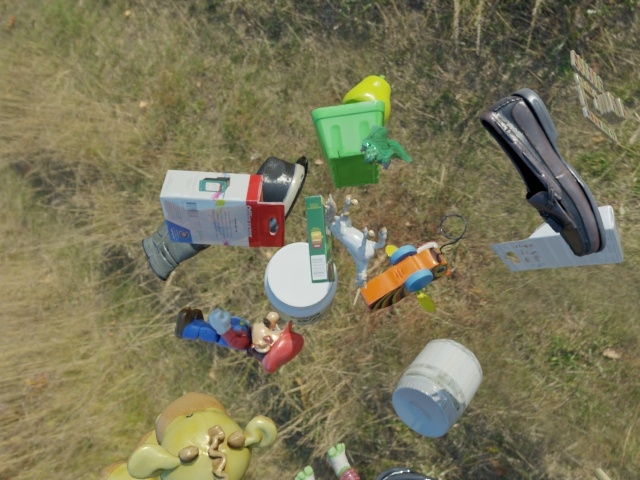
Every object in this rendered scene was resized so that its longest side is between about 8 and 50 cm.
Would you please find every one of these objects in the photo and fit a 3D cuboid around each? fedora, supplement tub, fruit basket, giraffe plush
[{"bbox_3d":[-0.178,-0.186,1.886,0.334,0.152,0.334,-55,20,31],"label":"fedora"},{"bbox_3d":[-0.062,0.145,1.679,0.235,0.325,0.235,0,74,-1],"label":"supplement tub"},{"bbox_3d":[0.121,-0.410,1.806,0.283,0.392,0.392,-7,86,4],"label":"fruit basket"},{"bbox_3d":[-0.131,0.237,0.528,0.210,0.181,0.170,26,127,28],"label":"giraffe plush"}]

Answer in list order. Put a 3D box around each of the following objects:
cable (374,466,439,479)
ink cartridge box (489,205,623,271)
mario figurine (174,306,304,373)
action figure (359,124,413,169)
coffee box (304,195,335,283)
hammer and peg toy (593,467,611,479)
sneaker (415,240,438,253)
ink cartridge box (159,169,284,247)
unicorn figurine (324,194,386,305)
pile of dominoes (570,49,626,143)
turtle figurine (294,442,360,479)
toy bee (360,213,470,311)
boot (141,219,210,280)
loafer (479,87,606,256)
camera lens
[{"bbox_3d":[0.088,0.266,0.419,0.150,0.047,0.184,-25,93,42],"label":"cable"},{"bbox_3d":[0.502,0.004,1.088,0.232,0.189,0.066,-4,66,34],"label":"ink cartridge box"},{"bbox_3d":[-0.195,0.219,1.321,0.320,0.198,0.170,13,116,4],"label":"mario figurine"},{"bbox_3d":[0.140,-0.210,1.200,0.137,0.232,0.063,39,114,6],"label":"action figure"},{"bbox_3d":[0.000,0.000,1.108,0.040,0.113,0.184,-6,85,8],"label":"coffee box"},{"bbox_3d":[0.522,0.639,1.024,0.361,0.266,0.127,-33,101,17],"label":"hammer and peg toy"},{"bbox_3d":[0.292,0.088,1.604,0.093,0.225,0.088,46,166,0],"label":"sneaker"},{"bbox_3d":[-0.183,-0.059,1.007,0.134,0.231,0.078,95,177,-49],"label":"ink cartridge box"},{"bbox_3d":[0.059,0.005,0.844,0.162,0.060,0.111,61,148,25],"label":"unicorn figurine"},{"bbox_3d":[0.686,-0.357,1.253,0.040,0.251,0.196,-19,70,41],"label":"pile of dominoes"},{"bbox_3d":[0.064,0.566,1.074,0.198,0.274,0.266,-52,52,8],"label":"turtle figurine"},{"bbox_3d":[0.250,0.082,1.244,0.298,0.162,0.195,-20,64,28],"label":"toy bee"},{"bbox_3d":[-0.368,-0.038,1.223,0.161,0.083,0.246,-33,59,13],"label":"boot"},{"bbox_3d":[0.367,-0.102,0.864,0.095,0.109,0.302,-25,88,-4],"label":"loafer"},{"bbox_3d":[0.388,0.476,1.685,0.219,0.274,0.219,22,130,30],"label":"camera lens"}]
